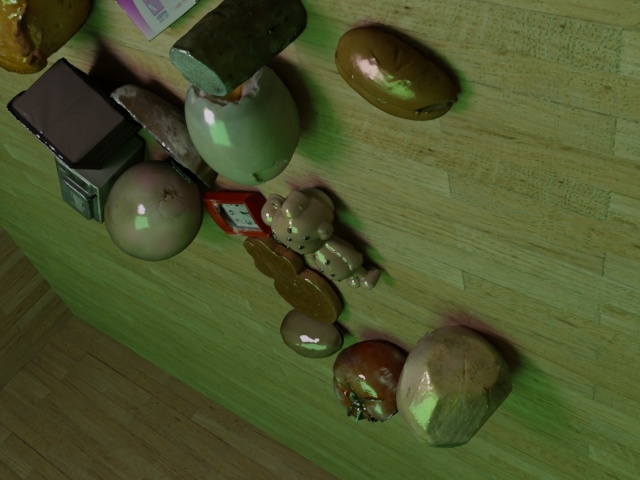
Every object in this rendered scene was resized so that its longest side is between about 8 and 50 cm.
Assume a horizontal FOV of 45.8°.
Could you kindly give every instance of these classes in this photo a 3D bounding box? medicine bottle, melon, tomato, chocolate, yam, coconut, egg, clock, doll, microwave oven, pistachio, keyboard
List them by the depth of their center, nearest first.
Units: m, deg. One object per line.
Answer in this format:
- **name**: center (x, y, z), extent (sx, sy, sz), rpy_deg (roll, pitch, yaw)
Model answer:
- **yam**: center (-0.119, -0.284, 1.075), extent (0.107, 0.194, 0.107), rpy_deg (32, 152, 20)
- **medicine bottle**: center (-0.281, -0.430, 1.225), extent (0.171, 0.052, 0.201), rpy_deg (50, 151, -20)
- **egg**: center (-0.124, -0.187, 1.253), extent (0.183, 0.183, 0.217), rpy_deg (26, 151, 27)
- **coconut**: center (0.250, 0.286, 1.479), extent (0.197, 0.237, 0.237), rpy_deg (38, 155, 14)
- **doll**: center (0.002, 0.001, 1.487), extent (0.154, 0.119, 0.278), rpy_deg (9, 151, 49)
- **chocolate**: center (-0.297, -0.225, 1.528), extent (0.254, 0.080, 0.157), rpy_deg (43, 180, 9)
- **keyboard**: center (-0.301, -0.165, 1.615), extent (0.074, 0.015, 0.196), rpy_deg (41, -176, -22)
- **clock**: center (-0.174, -0.065, 1.665), extent (0.155, 0.061, 0.113), rpy_deg (7, 140, 44)
- **melon**: center (-0.384, -0.066, 1.751), extent (0.223, 0.223, 0.317), rpy_deg (44, 154, -8)
- **tomato**: center (0.109, 0.314, 1.767), extent (0.155, 0.181, 0.214), rpy_deg (49, 149, -9)
- **microwave oven**: center (-0.542, -0.169, 1.840), extent (0.145, 0.194, 0.240), rpy_deg (41, 157, 1)
- **pistachio**: center (-0.019, 0.236, 1.901), extent (0.185, 0.126, 0.108), rpy_deg (18, -170, 33)

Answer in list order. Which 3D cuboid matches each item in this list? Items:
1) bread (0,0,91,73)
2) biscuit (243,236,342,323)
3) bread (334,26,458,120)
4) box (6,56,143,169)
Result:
- **bread**: center (-0.606, -0.485, 1.388), extent (0.398, 0.215, 0.398), rpy_deg (30, 152, 18)
- **biscuit**: center (-0.062, 0.089, 1.780), extent (0.289, 0.044, 0.202), rpy_deg (47, 153, -11)
- **bread**: center (0.094, -0.221, 1.032), extent (0.189, 0.077, 0.114), rpy_deg (34, 150, 18)
- **box**: center (-0.501, -0.257, 1.586), extent (0.188, 0.153, 0.252), rpy_deg (44, 180, -3)
